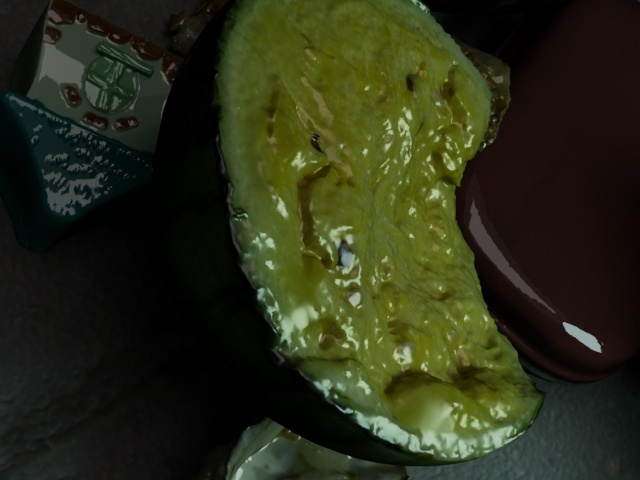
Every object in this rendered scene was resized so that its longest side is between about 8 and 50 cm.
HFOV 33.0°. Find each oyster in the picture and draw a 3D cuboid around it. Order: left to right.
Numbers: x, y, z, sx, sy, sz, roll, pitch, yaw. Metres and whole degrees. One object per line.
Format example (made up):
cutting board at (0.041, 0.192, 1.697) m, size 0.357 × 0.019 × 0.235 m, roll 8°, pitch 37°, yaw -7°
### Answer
oyster at (-0.009, 0.197, 0.776) m, size 0.166 × 0.094 × 0.294 m, roll 53°, pitch 37°, yaw 1°

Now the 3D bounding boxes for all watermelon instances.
watermelon at (0.000, 0.000, 0.727) m, size 0.330 × 0.189 × 0.331 m, roll 23°, pitch 53°, yaw -34°

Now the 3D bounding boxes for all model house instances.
model house at (-0.170, -0.071, 0.764) m, size 0.127 × 0.100 × 0.149 m, roll 24°, pitch 64°, yaw -21°

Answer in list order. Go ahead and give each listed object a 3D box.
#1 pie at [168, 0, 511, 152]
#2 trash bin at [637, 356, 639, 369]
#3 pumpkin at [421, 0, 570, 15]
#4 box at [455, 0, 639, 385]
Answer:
pie at (0.017, -0.149, 0.887) m, size 0.282 × 0.068 × 0.129 m, roll 22°, pitch 60°, yaw 4°
trash bin at (0.508, 0.124, 0.925) m, size 0.381 × 0.295 × 0.259 m, roll 21°, pitch 97°, yaw -11°
pumpkin at (0.138, -0.408, 0.902) m, size 0.454 × 0.344 × 0.455 m, roll -13°, pitch 111°, yaw -37°
box at (0.237, -0.061, 0.995) m, size 0.263 × 0.108 × 0.404 m, roll 43°, pitch 56°, yaw -8°
